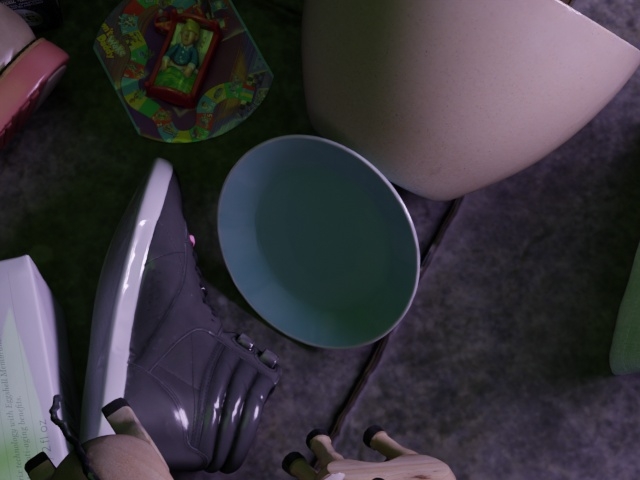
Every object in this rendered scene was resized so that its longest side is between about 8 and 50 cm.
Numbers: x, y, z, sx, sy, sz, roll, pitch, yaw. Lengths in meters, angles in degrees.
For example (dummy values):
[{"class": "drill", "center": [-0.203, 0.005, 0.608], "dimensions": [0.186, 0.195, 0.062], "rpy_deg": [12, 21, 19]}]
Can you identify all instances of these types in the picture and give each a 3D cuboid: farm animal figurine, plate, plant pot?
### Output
[{"class": "farm animal figurine", "center": [-0.074, 0.237, 1.156], "dimensions": [0.327, 0.172, 0.330], "rpy_deg": [42, 88, -28]}, {"class": "plate", "center": [0.000, 0.000, 1.342], "dimensions": [0.188, 0.188, 0.024], "rpy_deg": [33, 34, 14]}, {"class": "plant pot", "center": [0.094, -0.144, 1.342], "dimensions": [0.284, 0.284, 0.191], "rpy_deg": [34, 100, 14]}]

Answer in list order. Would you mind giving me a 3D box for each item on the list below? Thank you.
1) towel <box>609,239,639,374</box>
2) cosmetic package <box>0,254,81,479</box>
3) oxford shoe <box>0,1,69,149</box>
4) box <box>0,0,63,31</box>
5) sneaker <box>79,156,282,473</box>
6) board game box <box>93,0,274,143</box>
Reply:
[{"class": "towel", "center": [0.360, -0.021, 1.251], "dimensions": [0.038, 0.325, 0.248], "rpy_deg": [27, 70, -26]}, {"class": "cosmetic package", "center": [-0.308, 0.157, 1.295], "dimensions": [0.225, 0.138, 0.224], "rpy_deg": [-14, 69, -1]}, {"class": "oxford shoe", "center": [-0.372, -0.070, 1.378], "dimensions": [0.130, 0.123, 0.348], "rpy_deg": [43, 70, -3]}, {"class": "box", "center": [-0.326, -0.273, 1.492], "dimensions": [0.147, 0.077, 0.180], "rpy_deg": [-13, 69, -2]}, {"class": "sneaker", "center": [-0.107, 0.070, 1.348], "dimensions": [0.147, 0.104, 0.295], "rpy_deg": [15, 52, -16]}, {"class": "board game box", "center": [-0.126, -0.169, 1.467], "dimensions": [0.133, 0.033, 0.168], "rpy_deg": [-26, 69, -7]}]
